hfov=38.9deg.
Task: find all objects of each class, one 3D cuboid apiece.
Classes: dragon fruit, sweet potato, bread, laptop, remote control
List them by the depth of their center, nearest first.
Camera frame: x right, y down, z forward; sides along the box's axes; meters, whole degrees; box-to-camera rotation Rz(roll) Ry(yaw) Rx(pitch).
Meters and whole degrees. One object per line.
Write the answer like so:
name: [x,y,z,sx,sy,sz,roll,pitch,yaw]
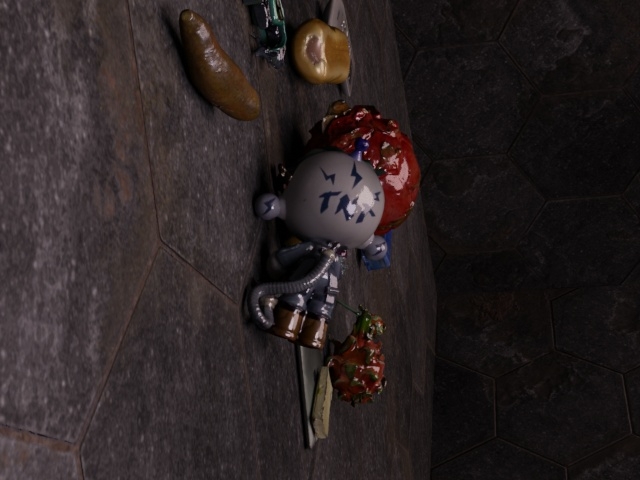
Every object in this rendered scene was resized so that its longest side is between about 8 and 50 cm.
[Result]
sweet potato: [-0.164,-0.258,1.351,0.244,0.077,0.077,49,38,-55]
bread: [0.005,0.341,1.913,0.154,0.028,0.068,-81,163,-51]
laptop: [-0.018,0.288,1.929,0.187,0.015,0.269,-28,113,-76]
dragon fruit: [0.082,-0.139,1.953,0.278,0.277,0.343,-80,156,-46]
bread: [0.000,-0.423,2.061,0.305,0.091,0.142,-34,125,-75]
dragon fruit: [0.081,0.267,2.108,0.135,0.137,0.236,-15,99,-80]
remote control: [0.046,-0.510,2.401,0.313,0.055,0.109,70,26,-64]

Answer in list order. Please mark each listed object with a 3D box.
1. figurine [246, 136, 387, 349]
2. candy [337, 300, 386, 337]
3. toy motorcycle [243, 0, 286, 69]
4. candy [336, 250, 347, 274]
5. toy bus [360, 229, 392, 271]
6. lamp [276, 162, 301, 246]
figurine: [0.002,0.001,1.647,0.261,0.186,0.382,25,77,-34]
candy: [0.093,0.181,2.200,0.184,0.049,0.056,29,-50,51]
toy motorcycle: [-0.101,-0.401,1.696,0.100,0.058,0.173,-54,138,-60]
candy: [0.044,0.003,2.241,0.043,0.045,0.175,147,-57,-65]
toy bus: [0.164,-0.019,2.653,0.079,0.094,0.237,73,18,-45]
lamp: [-0.023,-0.034,1.800,0.118,0.118,0.253,-49,135,-72]
